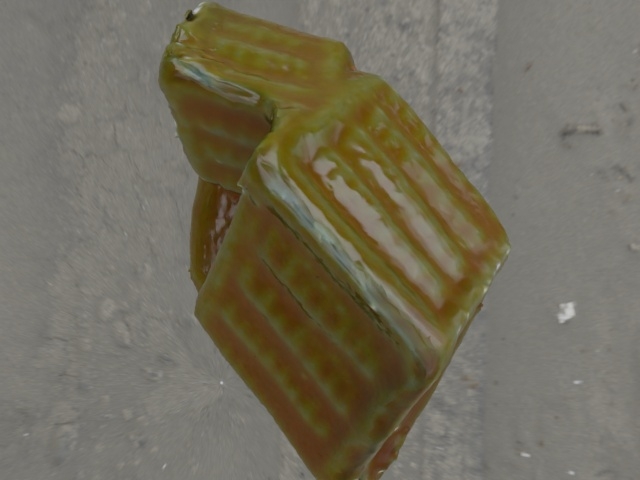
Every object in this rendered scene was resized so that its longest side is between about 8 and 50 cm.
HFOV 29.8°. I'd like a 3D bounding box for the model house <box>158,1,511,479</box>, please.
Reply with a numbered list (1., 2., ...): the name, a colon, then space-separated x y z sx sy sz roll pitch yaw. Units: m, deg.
1. model house: -0.011 -0.004 0.636 0.173 0.239 0.268 -41 83 3
